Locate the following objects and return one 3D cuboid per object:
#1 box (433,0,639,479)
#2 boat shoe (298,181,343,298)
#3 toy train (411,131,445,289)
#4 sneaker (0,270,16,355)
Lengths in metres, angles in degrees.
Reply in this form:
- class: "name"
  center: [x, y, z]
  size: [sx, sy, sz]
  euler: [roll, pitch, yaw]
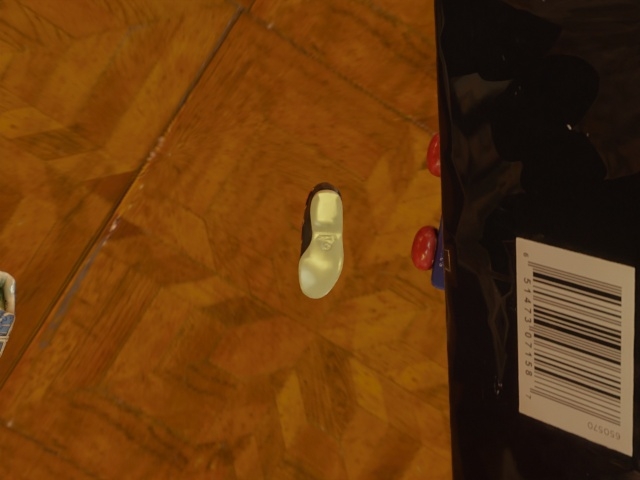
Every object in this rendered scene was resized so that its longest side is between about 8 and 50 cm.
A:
- class: "box"
  center: [0.235, 0.002, 0.641]
  size: [0.313, 0.179, 0.343]
  euler: [-20, 115, -37]
- class: "boat shoe"
  center: [0.002, 0.000, 1.345]
  size: [0.049, 0.042, 0.133]
  euler: [4, 111, -5]
- class: "toy train"
  center: [0.166, -0.077, 1.114]
  size: [0.105, 0.143, 0.248]
  euler: [11, 97, 20]
- class: "sneaker"
  center: [-0.415, 0.116, 1.433]
  size: [0.080, 0.211, 0.081]
  euler: [24, 124, -17]
